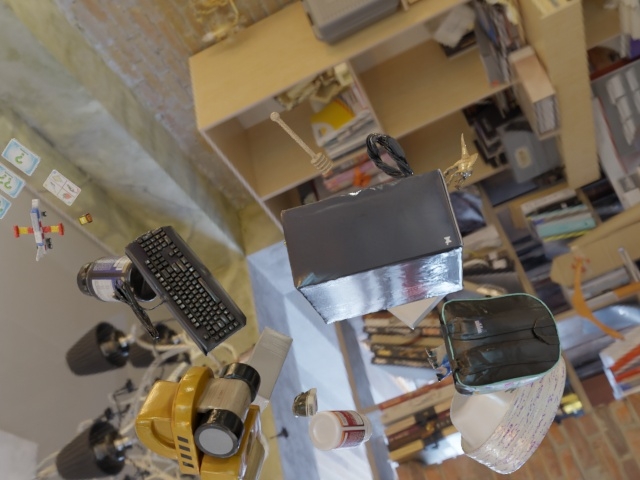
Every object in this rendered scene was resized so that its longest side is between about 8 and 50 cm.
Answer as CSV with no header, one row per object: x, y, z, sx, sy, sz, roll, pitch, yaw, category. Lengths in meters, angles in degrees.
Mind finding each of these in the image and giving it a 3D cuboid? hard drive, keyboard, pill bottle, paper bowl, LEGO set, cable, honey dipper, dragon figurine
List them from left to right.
-0.640,-0.080,1.433,0.244,0.182,0.060,38,-166,-6,LEGO set
-0.530,0.100,1.683,0.123,0.219,0.122,5,-96,-58,pill bottle
-0.329,0.120,1.410,0.317,0.202,0.033,47,162,18,keyboard
-0.040,-0.195,1.277,0.161,0.030,0.030,43,-162,-17,honey dipper
0.050,0.425,1.443,0.152,0.086,0.086,19,-134,-51,pill bottle
0.199,-0.232,1.870,0.184,0.047,0.151,51,159,-15,cable
0.211,0.088,1.837,0.308,0.203,0.040,37,161,30,hard drive
0.406,0.359,1.960,0.289,0.144,0.085,67,-178,-48,dragon figurine
0.383,0.332,1.369,0.148,0.284,0.284,28,-170,5,paper bowl

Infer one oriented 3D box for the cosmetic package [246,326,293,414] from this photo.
-0.172,0.383,1.863,0.107,0.127,0.238,24,-137,-5,cosmetic package

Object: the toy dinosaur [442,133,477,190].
0.314,-0.161,1.418,0.053,0.092,0.183,32,-150,-11,toy dinosaur

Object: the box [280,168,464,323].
0.125,0.027,1.404,0.312,0.343,0.178,61,-165,-67,box

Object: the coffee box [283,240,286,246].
0.000,0.000,1.813,0.113,0.184,0.040,57,178,-7,coffee box

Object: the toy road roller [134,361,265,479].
-0.261,0.427,1.414,0.202,0.241,0.329,-72,-17,-59,toy road roller

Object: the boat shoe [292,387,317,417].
-0.045,0.469,1.859,0.219,0.070,0.077,70,-163,-80,boat shoe

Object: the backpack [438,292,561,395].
0.313,0.179,1.119,0.144,0.189,0.165,60,-162,-62,backpack
